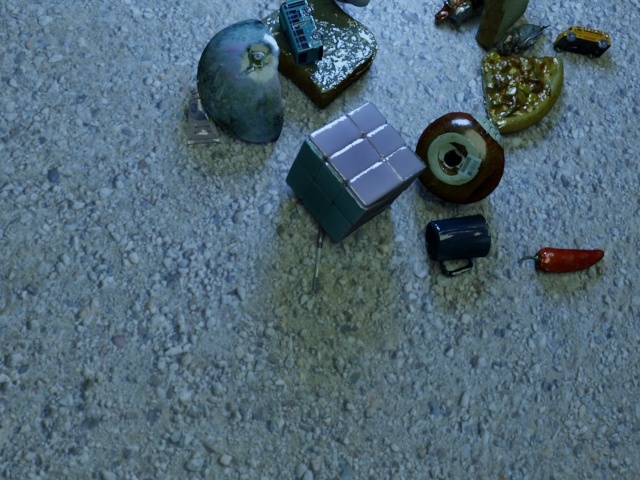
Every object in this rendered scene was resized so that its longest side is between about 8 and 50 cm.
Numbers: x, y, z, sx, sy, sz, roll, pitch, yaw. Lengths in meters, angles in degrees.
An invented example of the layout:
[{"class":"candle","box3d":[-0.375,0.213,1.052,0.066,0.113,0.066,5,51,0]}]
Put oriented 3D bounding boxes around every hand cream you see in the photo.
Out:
[{"class":"hand cream","box3d":[-0.319,-0.330,1.450,0.084,0.053,0.142,-6,85,-10]}]

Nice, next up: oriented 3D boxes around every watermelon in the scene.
[{"class":"watermelon","box3d":[-0.204,-0.417,1.390,0.188,0.175,0.322,-19,86,-25]}]

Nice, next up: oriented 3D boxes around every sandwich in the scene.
[{"class":"sandwich","box3d":[-0.007,-0.553,1.532,0.301,0.099,0.271,42,76,6]},{"class":"sandwich","box3d":[0.550,-0.727,1.590,0.087,0.251,0.226,38,73,18]}]

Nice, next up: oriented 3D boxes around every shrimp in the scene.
[{"class":"shrimp","box3d":[0.637,-0.629,1.669,0.232,0.079,0.090,-29,42,-20]}]

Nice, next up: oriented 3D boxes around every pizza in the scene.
[{"class":"pizza","box3d":[0.618,-0.435,1.607,0.268,0.087,0.258,-2,77,-12]}]

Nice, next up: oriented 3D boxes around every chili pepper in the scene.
[{"class":"chili pepper","box3d":[0.666,0.052,1.483,0.272,0.063,0.071,-1,87,-12]}]

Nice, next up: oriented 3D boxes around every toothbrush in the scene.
[{"class":"toothbrush","box3d":[0.000,0.000,1.412,0.024,0.026,0.288,10,72,-10]}]

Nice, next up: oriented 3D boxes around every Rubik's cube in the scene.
[{"class":"Rubik's cube","box3d":[0.078,-0.167,1.353,0.221,0.231,0.225,-35,82,-26]}]

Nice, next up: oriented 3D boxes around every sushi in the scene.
[{"class":"sushi","box3d":[0.448,-0.732,1.655,0.226,0.097,0.103,-34,95,8]}]

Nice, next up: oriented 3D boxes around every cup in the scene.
[{"class":"cup","box3d":[0.359,0.011,1.418,0.138,0.113,0.150,-7,73,-9]}]

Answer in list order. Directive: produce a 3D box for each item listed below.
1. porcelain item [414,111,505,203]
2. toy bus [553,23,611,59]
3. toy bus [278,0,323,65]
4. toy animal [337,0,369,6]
[{"class":"porcelain item","box3d":[0.381,-0.219,1.462,0.252,0.253,0.253,2,74,-8]},{"class":"toy bus","box3d":[0.814,-0.624,1.695,0.162,0.069,0.074,10,72,-7]},{"class":"toy bus","box3d":[-0.053,-0.555,1.437,0.091,0.079,0.160,-17,81,-7]},{"class":"toy animal","box3d":[0.030,-0.814,1.523,0.193,0.258,0.357,-24,56,-5]}]
